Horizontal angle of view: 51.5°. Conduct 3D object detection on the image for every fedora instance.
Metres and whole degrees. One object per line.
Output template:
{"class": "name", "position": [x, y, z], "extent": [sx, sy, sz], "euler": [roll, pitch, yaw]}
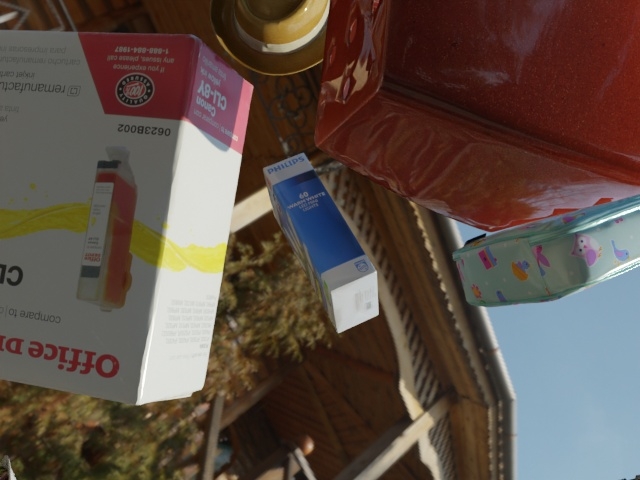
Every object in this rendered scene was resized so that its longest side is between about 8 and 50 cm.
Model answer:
{"class": "fedora", "position": [-0.050, -0.314, 0.863], "extent": [0.194, 0.194, 0.079], "euler": [54, -7, 2]}

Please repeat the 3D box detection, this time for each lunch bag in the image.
{"class": "lunch bag", "position": [0.346, 0.014, 0.987], "extent": [0.279, 0.224, 0.107], "euler": [-22, -92, 67]}

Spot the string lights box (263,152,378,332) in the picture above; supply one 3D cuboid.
{"class": "string lights box", "position": [0.000, 0.000, 1.047], "extent": [0.133, 0.077, 0.259], "euler": [81, -17, -54]}

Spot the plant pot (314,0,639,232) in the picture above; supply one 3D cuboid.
{"class": "plant pot", "position": [0.136, -0.171, 0.636], "extent": [0.267, 0.236, 0.267], "euler": [156, -59, -71]}

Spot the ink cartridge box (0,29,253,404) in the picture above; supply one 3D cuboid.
{"class": "ink cartridge box", "position": [-0.259, -0.027, 0.764], "extent": [0.279, 0.384, 0.160], "euler": [7, -5, 15]}

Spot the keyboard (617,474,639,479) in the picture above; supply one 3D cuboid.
{"class": "keyboard", "position": [0.247, 0.175, 0.468], "extent": [0.180, 0.108, 0.023], "euler": [-32, -99, 34]}

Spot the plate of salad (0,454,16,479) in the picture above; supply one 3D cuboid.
{"class": "plate of salad", "position": [-0.516, 0.443, 1.046], "extent": [0.200, 0.048, 0.199], "euler": [-20, -113, 57]}
